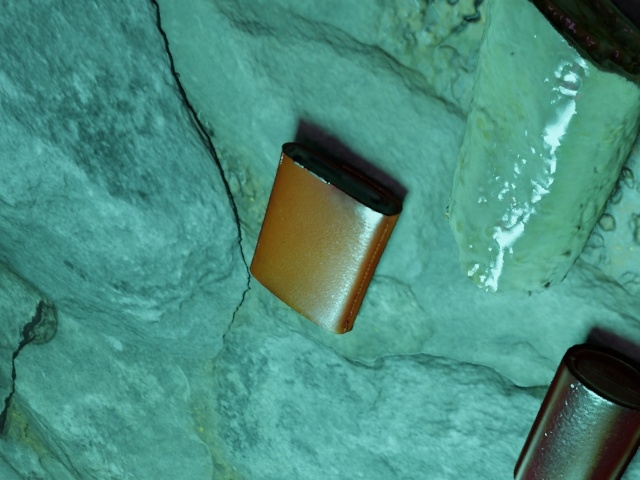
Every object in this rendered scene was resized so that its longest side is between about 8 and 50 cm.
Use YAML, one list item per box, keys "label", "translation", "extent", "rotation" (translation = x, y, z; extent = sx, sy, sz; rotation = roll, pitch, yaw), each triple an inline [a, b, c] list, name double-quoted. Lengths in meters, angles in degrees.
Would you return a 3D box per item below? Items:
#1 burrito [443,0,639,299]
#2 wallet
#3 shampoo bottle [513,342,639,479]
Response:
- label: "burrito"
  translation: [0.181, -0.088, 0.806]
  extent: [0.143, 0.105, 0.299]
  rotation: [30, 138, 23]
- label: "wallet"
  translation: [0.000, 0.000, 1.065]
  extent: [0.142, 0.045, 0.204]
  rotation: [32, 137, 13]
- label: "shampoo bottle"
  translation: [0.261, 0.222, 1.008]
  extent: [0.102, 0.064, 0.260]
  rotation: [28, 135, 20]
